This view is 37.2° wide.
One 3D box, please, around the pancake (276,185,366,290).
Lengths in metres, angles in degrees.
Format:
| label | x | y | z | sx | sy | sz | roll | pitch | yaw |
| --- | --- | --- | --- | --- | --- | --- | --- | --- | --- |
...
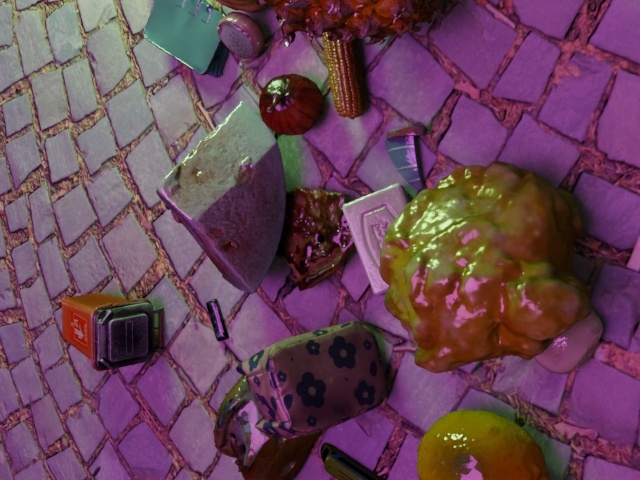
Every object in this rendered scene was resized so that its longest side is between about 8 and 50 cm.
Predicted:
| label | x | y | z | sx | sy | sz | roll | pitch | yaw |
| --- | --- | --- | --- | --- | --- | --- | --- | --- | --- |
| pancake | 0.000 | 0.000 | 1.900 | 0.257 | 0.056 | 0.212 | 7 | 95 | 46 |

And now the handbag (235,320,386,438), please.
| label | x | y | z | sx | sy | sz | roll | pitch | yaw |
| --- | --- | --- | --- | --- | --- | --- | --- | --- | --- |
| handbag | -0.023 | 0.274 | 1.847 | 0.193 | 0.252 | 0.190 | -20 | 86 | 56 |

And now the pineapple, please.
| label | x | y | z | sx | sy | sz | roll | pitch | yaw |
| --- | --- | --- | --- | --- | --- | --- | --- | --- | --- |
| pineapple | 0.066 | -0.489 | 1.592 | 0.300 | 0.352 | 0.352 | 8 | 103 | 22 |

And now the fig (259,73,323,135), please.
| label | x | y | z | sx | sy | sz | roll | pitch | yaw |
| --- | --- | --- | --- | --- | --- | --- | --- | --- | --- |
| fig | -0.072 | -0.266 | 1.853 | 0.128 | 0.150 | 0.128 | 2 | 93 | 53 |

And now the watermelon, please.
| label | x | y | z | sx | sy | sz | roll | pitch | yaw |
| --- | --- | --- | --- | --- | --- | --- | --- | --- | --- |
| watermelon | -0.215 | -0.086 | 1.917 | 0.228 | 0.258 | 0.387 | 0 | 90 | 54 |

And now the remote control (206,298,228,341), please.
| label | x | y | z | sx | sy | sz | roll | pitch | yaw |
| --- | --- | --- | --- | --- | --- | --- | --- | --- | --- |
| remote control | -0.236 | 0.181 | 2.150 | 0.039 | 0.014 | 0.096 | -22 | 83 | 40 |

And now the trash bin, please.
| label | x | y | z | sx | sy | sz | roll | pitch | yaw |
| --- | --- | --- | --- | --- | --- | --- | --- | --- | --- |
| trash bin | -0.506 | 0.204 | 2.288 | 0.239 | 0.185 | 0.161 | 14 | 107 | 49 |

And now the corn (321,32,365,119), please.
| label | x | y | z | sx | sy | sz | roll | pitch | yaw |
| --- | --- | --- | --- | --- | --- | --- | --- | --- | --- |
| corn | 0.045 | -0.330 | 1.797 | 0.068 | 0.068 | 0.207 | -9 | 94 | 40 |

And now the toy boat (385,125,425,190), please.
| label | x | y | z | sx | sy | sz | roll | pitch | yaw |
| --- | --- | --- | --- | --- | --- | --- | --- | --- | --- |
| toy boat | 0.159 | -0.148 | 1.756 | 0.096 | 0.034 | 0.122 | -1 | 98 | 45 |

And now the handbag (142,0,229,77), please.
| label | x | y | z | sx | sy | sz | roll | pitch | yaw |
| --- | --- | --- | --- | --- | --- | --- | --- | --- | --- |
| handbag | -0.281 | -0.458 | 2.053 | 0.221 | 0.057 | 0.144 | 38 | 115 | 29 |

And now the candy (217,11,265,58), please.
| label | x | y | z | sx | sy | sz | roll | pitch | yaw |
| --- | --- | --- | --- | --- | --- | --- | --- | --- | --- |
| candy | -0.160 | -0.418 | 1.936 | 0.103 | 0.043 | 0.103 | 31 | 155 | 16 |

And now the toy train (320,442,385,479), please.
| label | x | y | z | sx | sy | sz | roll | pitch | yaw |
| --- | --- | --- | --- | --- | --- | --- | --- | --- | --- |
| toy train | 0.068 | 0.480 | 1.933 | 0.209 | 0.042 | 0.044 | 27 | 113 | 33 |

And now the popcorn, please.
| label | x | y | z | sx | sy | sz | roll | pitch | yaw |
| --- | --- | --- | --- | --- | --- | --- | --- | --- | --- |
| popcorn | 0.263 | 0.031 | 1.509 | 0.292 | 0.294 | 0.334 | 134 | 137 | -55 |

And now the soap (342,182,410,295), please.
| label | x | y | z | sx | sy | sz | roll | pitch | yaw |
| --- | --- | --- | --- | --- | --- | --- | --- | --- | --- |
| soap | 0.128 | -0.001 | 1.764 | 0.122 | 0.064 | 0.183 | -22 | 83 | 13 |

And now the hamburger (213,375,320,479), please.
| label | x | y | z | sx | sy | sz | roll | pitch | yaw |
| --- | --- | --- | --- | --- | --- | --- | --- | --- | --- |
| hamburger | -0.127 | 0.401 | 1.996 | 0.167 | 0.192 | 0.288 | 46 | 123 | 36 |

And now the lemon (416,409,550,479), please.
| label | x | y | z | sx | sy | sz | roll | pitch | yaw |
| --- | --- | --- | --- | --- | --- | --- | --- | --- | --- |
| lemon | 0.279 | 0.397 | 1.642 | 0.260 | 0.204 | 0.204 | 18 | 109 | 36 |

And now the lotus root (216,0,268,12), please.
| label | x | y | z | sx | sy | sz | roll | pitch | yaw |
| --- | --- | --- | --- | --- | --- | --- | --- | --- | --- |
| lotus root | -0.152 | -0.517 | 1.892 | 0.221 | 0.125 | 0.118 | 21 | 96 | 30 |

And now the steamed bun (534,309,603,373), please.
| label | x | y | z | sx | sy | sz | roll | pitch | yaw |
| --- | --- | --- | --- | --- | --- | --- | --- | --- | --- |
| steamed bun | 0.396 | 0.158 | 1.576 | 0.112 | 0.091 | 0.130 | 48 | 124 | 26 |
